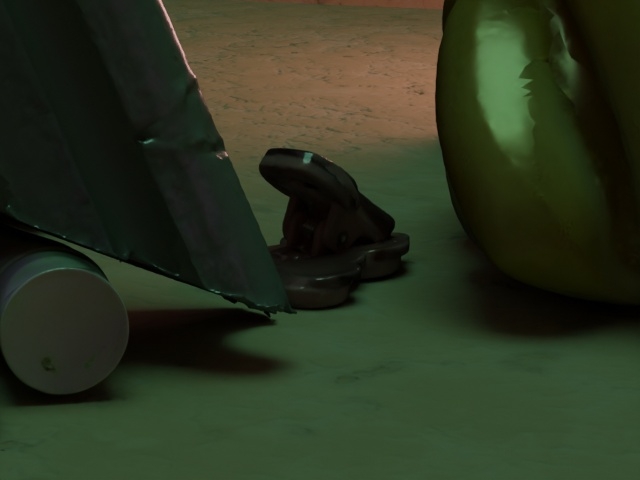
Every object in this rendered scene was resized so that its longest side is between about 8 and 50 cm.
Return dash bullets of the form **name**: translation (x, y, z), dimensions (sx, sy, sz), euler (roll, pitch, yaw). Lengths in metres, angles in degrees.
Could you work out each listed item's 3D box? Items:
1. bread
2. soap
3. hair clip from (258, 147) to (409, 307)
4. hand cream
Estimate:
- **bread**: translation (0.215, -0.070, 1.193), dimensions (0.245, 0.329, 0.424), euler (-38, 8, 11)
- **soap**: translation (-0.191, -0.037, 0.959), dimensions (0.257, 0.302, 0.159), euler (-26, 6, -10)
- **hair clip**: translation (-0.004, 0.011, 1.148), dimensions (0.123, 0.102, 0.138), euler (12, -16, 33)
- **hand cream**: translation (-0.172, 0.017, 1.014), dimensions (0.111, 0.070, 0.312), euler (18, 6, -21)
